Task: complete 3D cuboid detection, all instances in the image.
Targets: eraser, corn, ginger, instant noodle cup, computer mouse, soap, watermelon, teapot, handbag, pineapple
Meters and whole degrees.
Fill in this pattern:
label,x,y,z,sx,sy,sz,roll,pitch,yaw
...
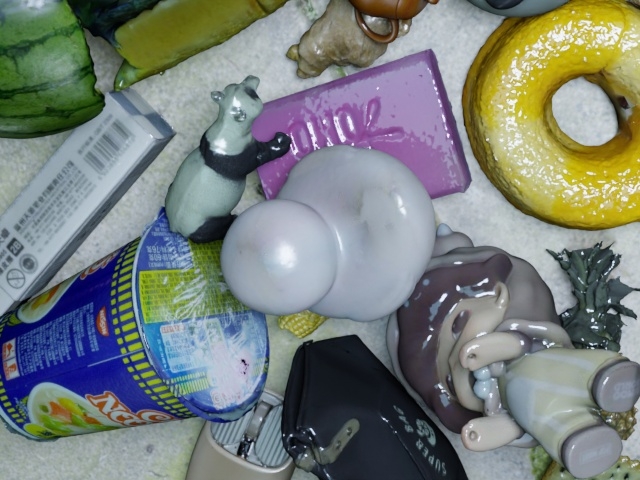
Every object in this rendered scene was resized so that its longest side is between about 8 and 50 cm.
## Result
label,x,y,z,sx,sy,sz,roll,pitch,yaw
eraser,-0.366,-0.035,1.278,0.098,0.096,0.404,45,109,-1
corn,0.021,0.051,1.218,0.067,0.067,0.206,42,108,2
ginger,0.047,-0.283,1.133,0.137,0.074,0.213,30,104,20
instant noodle cup,-0.270,0.137,1.221,0.313,0.284,0.284,-20,97,25
computer mouse,-0.111,0.316,1.303,0.145,0.082,0.236,26,108,7
soap,0.043,-0.119,1.166,0.260,0.081,0.181,-14,99,16
watermelon,-0.406,-0.237,1.063,0.189,0.331,0.330,-41,91,-14
teapot,0.087,-0.292,1.032,0.116,0.116,0.173,28,138,6
handbag,0.067,0.284,1.144,0.152,0.288,0.342,-37,92,14
pineapple,0.342,0.125,1.146,0.125,0.125,0.251,-1,92,14

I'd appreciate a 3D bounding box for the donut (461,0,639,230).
label,x,y,z,sx,sy,sz,roll,pitch,yaw
donut,0.313,-0.146,1.082,0.303,0.110,0.302,3,103,12

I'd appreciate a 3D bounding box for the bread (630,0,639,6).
label,x,y,z,sx,sy,sz,roll,pitch,yaw
bread,0.404,-0.296,1.038,0.192,0.067,0.119,36,76,6

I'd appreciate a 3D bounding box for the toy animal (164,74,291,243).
label,x,y,z,sx,sy,sz,roll,pitch,yaw
toy animal,-0.117,-0.096,1.110,0.094,0.121,0.225,42,120,15

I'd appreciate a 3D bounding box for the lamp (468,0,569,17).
label,x,y,z,sx,sy,sz,roll,pitch,yaw
lamp,0.243,-0.360,1.009,0.198,0.198,0.244,45,101,1

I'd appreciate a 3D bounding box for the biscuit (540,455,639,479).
label,x,y,z,sx,sy,sz,roll,pitch,yaw
biscuit,0.385,0.345,1.209,0.203,0.016,0.144,25,109,-3

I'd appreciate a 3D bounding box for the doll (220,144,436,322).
label,x,y,z,sx,sy,sz,roll,pitch,yaw
doll,0.000,0.000,1.042,0.251,0.221,0.221,-25,96,29

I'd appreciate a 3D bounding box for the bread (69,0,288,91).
label,x,y,z,sx,sy,sz,roll,pitch,yaw
bread,-0.142,-0.347,1.083,0.377,0.251,0.208,-29,127,17

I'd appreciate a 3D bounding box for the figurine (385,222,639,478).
label,x,y,z,sx,sy,sz,roll,pitch,yaw
figurine,0.213,0.131,1.057,0.203,0.380,0.248,-4,105,-20
